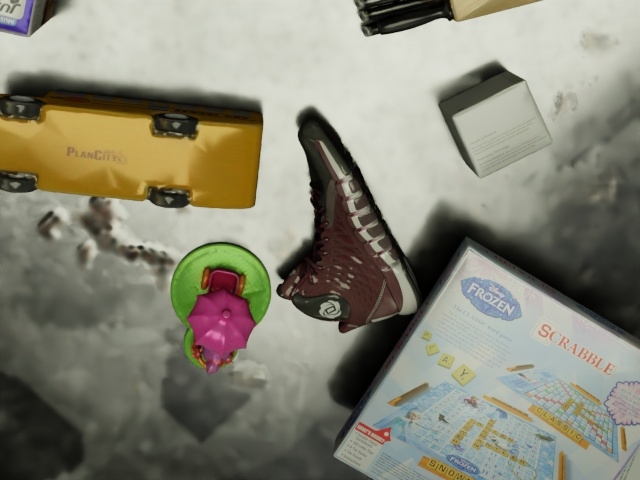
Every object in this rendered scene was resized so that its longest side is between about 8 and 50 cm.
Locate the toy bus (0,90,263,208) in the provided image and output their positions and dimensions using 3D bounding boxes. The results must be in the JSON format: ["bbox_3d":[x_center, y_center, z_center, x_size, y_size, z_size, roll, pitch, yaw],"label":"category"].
[{"bbox_3d":[-0.237,-0.112,1.513,0.333,0.130,0.108,6,106,-4],"label":"toy bus"}]

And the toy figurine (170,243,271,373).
[{"bbox_3d":[-0.130,0.108,1.566,0.130,0.159,0.173,12,105,-6],"label":"toy figurine"}]

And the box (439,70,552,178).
[{"bbox_3d":[0.211,-0.143,1.541,0.102,0.101,0.087,-27,105,3],"label":"box"}]

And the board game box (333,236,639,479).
[{"bbox_3d":[0.231,0.210,1.575,0.319,0.066,0.318,31,103,-5],"label":"board game box"}]

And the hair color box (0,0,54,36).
[{"bbox_3d":[-0.324,-0.408,1.398,0.110,0.185,0.339,14,105,-8],"label":"hair color box"}]

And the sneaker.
[{"bbox_3d":[0.000,0.000,1.572,0.162,0.106,0.281,-26,106,8],"label":"sneaker"}]

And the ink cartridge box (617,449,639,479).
[{"bbox_3d":[0.354,0.277,1.673,0.208,0.087,0.153,19,104,-7],"label":"ink cartridge box"}]

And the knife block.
[{"bbox_3d":[0.188,-0.301,1.504,0.276,0.088,0.242,29,103,-10],"label":"knife block"}]
